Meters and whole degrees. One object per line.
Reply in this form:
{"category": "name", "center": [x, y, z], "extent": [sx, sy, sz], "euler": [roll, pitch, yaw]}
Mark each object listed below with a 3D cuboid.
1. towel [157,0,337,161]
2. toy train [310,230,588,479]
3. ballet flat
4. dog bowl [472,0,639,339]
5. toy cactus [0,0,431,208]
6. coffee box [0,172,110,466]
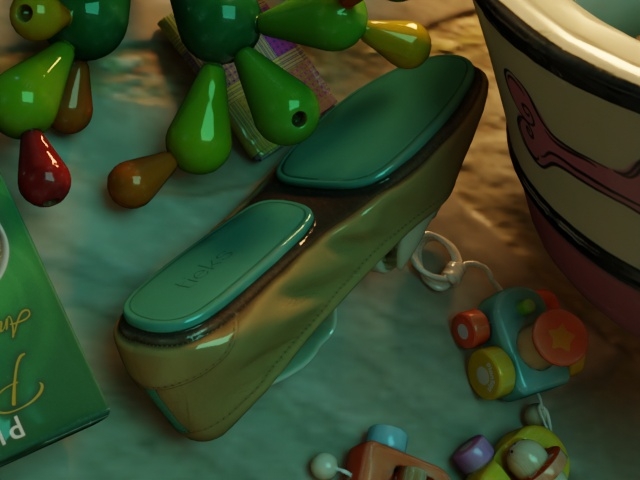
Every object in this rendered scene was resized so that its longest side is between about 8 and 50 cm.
{"category": "towel", "center": [-0.033, -0.081, 0.661], "extent": [0.060, 0.009, 0.083], "euler": [-37, 92, -34]}
{"category": "toy train", "center": [0.071, 0.075, 0.642], "extent": [0.125, 0.046, 0.166], "euler": [29, 60, -19]}
{"category": "ballet flat", "center": [0.000, 0.000, 0.624], "extent": [0.232, 0.080, 0.073], "euler": [-41, 128, -32]}
{"category": "dog bowl", "center": [0.266, -0.074, 0.635], "extent": [0.408, 0.408, 0.150], "euler": [-31, 133, -35]}
{"category": "toy cactus", "center": [-0.060, -0.117, 0.605], "extent": [0.219, 0.112, 0.180], "euler": [-29, 71, -15]}
{"category": "coffee box", "center": [-0.169, 0.008, 0.528], "extent": [0.113, 0.040, 0.184], "euler": [-24, 85, -34]}
